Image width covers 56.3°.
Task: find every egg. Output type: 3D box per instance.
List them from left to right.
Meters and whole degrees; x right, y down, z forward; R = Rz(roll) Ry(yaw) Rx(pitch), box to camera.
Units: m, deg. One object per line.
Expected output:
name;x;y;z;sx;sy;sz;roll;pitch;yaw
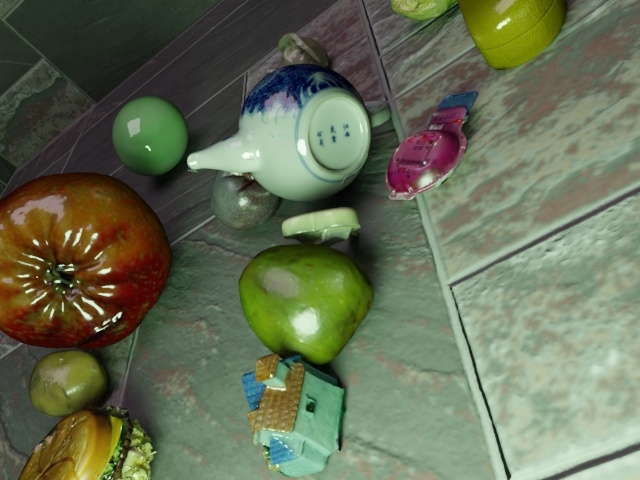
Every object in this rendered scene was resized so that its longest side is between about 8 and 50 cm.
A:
egg;-0.506;-0.309;1.783;0.221;0.220;0.269;-30;47;22

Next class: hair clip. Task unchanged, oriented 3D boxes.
hair clip;0.002;-0.002;0.980;0.218;0.159;0.071;-40;62;56

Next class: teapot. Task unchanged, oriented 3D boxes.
teapot;-0.044;-0.204;1.138;0.424;0.252;0.280;-24;22;-29

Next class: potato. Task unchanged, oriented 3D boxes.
potato;-0.525;0.295;1.234;0.176;0.137;0.137;-21;40;28

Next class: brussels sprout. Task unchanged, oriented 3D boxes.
brussels sprout;0.242;-0.557;1.337;0.149;0.122;0.151;-34;60;40

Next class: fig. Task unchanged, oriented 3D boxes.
fig;-0.028;0.085;0.886;0.180;0.191;0.181;-63;2;3

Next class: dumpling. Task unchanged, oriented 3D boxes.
dumpling;-0.051;-0.481;1.560;0.118;0.136;0.199;-56;24;-5

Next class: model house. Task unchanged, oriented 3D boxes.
model house;-0.056;0.215;0.791;0.120;0.148;0.148;-22;38;33

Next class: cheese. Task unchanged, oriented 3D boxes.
cheese;0.191;-0.161;1.010;0.155;0.062;0.244;5;57;49

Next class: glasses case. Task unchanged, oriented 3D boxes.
glasses case;0.344;-0.479;1.118;0.173;0.141;0.371;-26;38;25

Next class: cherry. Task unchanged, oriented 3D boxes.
cherry;-0.159;-0.097;1.248;0.176;0.140;0.176;-35;50;57

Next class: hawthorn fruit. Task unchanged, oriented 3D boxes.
hawthorn fruit;-0.520;0.035;1.316;0.403;0.403;0.402;-28;37;24

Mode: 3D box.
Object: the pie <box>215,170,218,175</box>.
pie;-0.148;-0.226;1.431;0.274;0.105;0.257;-51;19;-14

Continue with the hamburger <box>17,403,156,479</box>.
hamburger;-0.381;0.384;0.965;0.262;0.138;0.243;3;54;48

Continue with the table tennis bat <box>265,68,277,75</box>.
table tennis bat;-0.065;-0.349;1.379;0.131;0.220;0.019;-1;84;21
